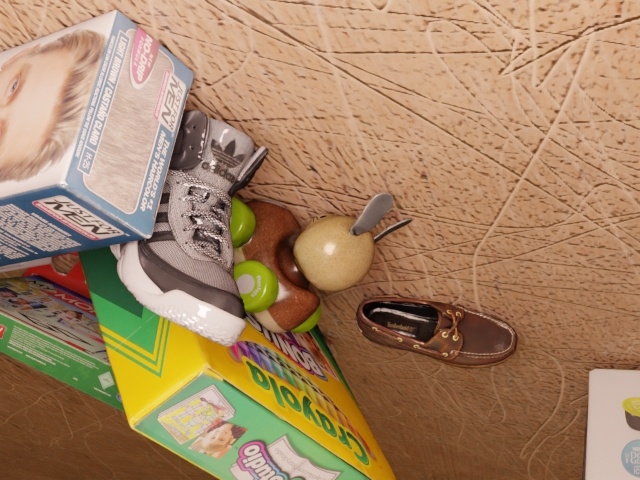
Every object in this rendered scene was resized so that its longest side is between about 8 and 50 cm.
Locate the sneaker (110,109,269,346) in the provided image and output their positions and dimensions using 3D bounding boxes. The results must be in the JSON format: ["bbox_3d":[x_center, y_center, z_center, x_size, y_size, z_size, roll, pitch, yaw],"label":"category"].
[{"bbox_3d":[-0.105,-0.025,0.939,0.101,0.153,0.268,28,-170,-32],"label":"sneaker"}]

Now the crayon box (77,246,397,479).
[{"bbox_3d":[-0.086,0.135,1.172,0.106,0.313,0.363,-40,132,8],"label":"crayon box"}]

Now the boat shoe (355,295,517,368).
[{"bbox_3d":[0.146,0.113,1.355,0.207,0.073,0.073,7,158,6],"label":"boat shoe"}]

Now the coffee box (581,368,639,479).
[{"bbox_3d":[0.535,0.387,1.499,0.338,0.334,0.338,2,157,14],"label":"coffee box"}]

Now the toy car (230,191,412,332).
[{"bbox_3d":[0.000,0.000,1.139,0.188,0.149,0.155,-26,159,13],"label":"toy car"}]

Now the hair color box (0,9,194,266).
[{"bbox_3d":[-0.290,-0.074,0.981,0.347,0.173,0.105,-9,148,35],"label":"hair color box"}]

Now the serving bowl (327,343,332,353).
[{"bbox_3d":[-0.022,0.154,1.564,0.083,0.027,0.083,8,157,4],"label":"serving bowl"}]

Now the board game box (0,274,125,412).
[{"bbox_3d":[-0.272,0.126,1.296,0.317,0.046,0.213,23,-172,15],"label":"board game box"}]

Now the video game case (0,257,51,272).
[{"bbox_3d":[-0.479,0.033,1.340,0.212,0.023,0.193,-1,-175,27],"label":"video game case"}]

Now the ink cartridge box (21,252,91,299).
[{"bbox_3d":[-0.259,0.081,1.447,0.261,0.066,0.296,18,155,-20],"label":"ink cartridge box"}]
